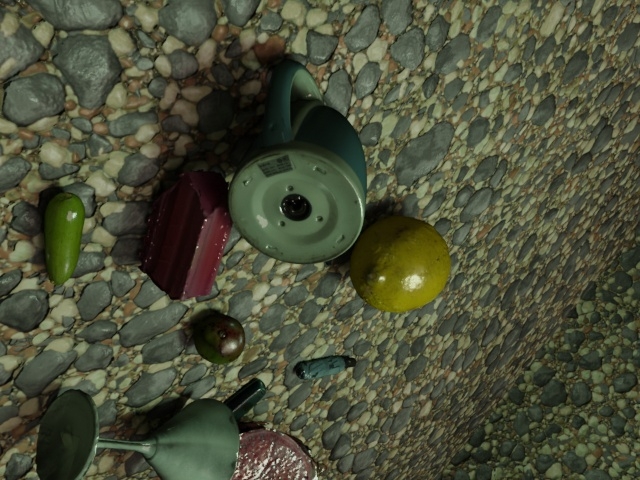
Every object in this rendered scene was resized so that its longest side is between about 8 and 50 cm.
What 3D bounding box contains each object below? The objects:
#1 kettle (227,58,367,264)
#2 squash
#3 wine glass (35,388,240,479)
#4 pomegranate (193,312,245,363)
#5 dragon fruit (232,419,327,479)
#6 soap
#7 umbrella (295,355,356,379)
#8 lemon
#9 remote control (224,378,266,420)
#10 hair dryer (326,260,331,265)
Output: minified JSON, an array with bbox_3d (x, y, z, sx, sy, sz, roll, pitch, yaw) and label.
[{"bbox_3d":[-0.031,-0.180,1.316,0.247,0.342,0.320,-6,125,15],"label":"kettle"},{"bbox_3d":[-0.459,0.000,1.206,0.066,0.066,0.201,-13,136,-40],"label":"squash"},{"bbox_3d":[-0.411,0.463,1.536,0.406,0.267,0.267,28,100,-48],"label":"wine glass"},{"bbox_3d":[-0.237,0.230,1.605,0.130,0.130,0.130,-28,139,-27],"label":"pomegranate"},{"bbox_3d":[-0.184,0.675,1.927,0.263,0.314,0.296,-34,-151,63],"label":"dragon fruit"},{"bbox_3d":[-0.256,-0.019,1.314,0.099,0.162,0.250,-5,126,-44],"label":"soap"},{"bbox_3d":[0.023,0.386,2.071,0.250,0.053,0.052,2,119,-47],"label":"umbrella"},{"bbox_3d":[0.206,0.063,1.798,0.310,0.258,0.258,-24,139,-50],"label":"lemon"},{"bbox_3d":[-0.240,0.470,1.877,0.222,0.042,0.072,-41,141,-13],"label":"remote control"},{"bbox_3d":[0.000,0.000,1.696,0.128,0.070,0.255,-34,146,-19],"label":"hair dryer"}]
